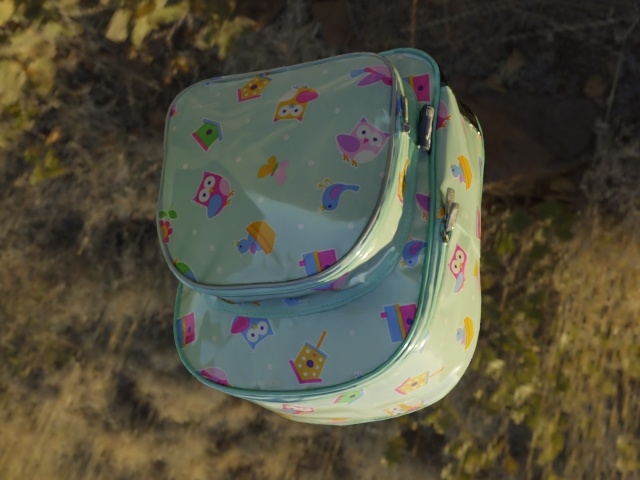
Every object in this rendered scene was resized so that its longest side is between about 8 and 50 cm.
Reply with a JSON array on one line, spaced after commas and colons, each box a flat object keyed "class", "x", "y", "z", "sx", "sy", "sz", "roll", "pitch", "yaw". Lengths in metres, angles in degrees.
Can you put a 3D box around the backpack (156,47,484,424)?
[{"class": "backpack", "x": 0.000, "y": 0.000, "z": 0.631, "sx": 0.166, "sy": 0.188, "sz": 0.144, "roll": -6, "pitch": 166, "yaw": 22}]
